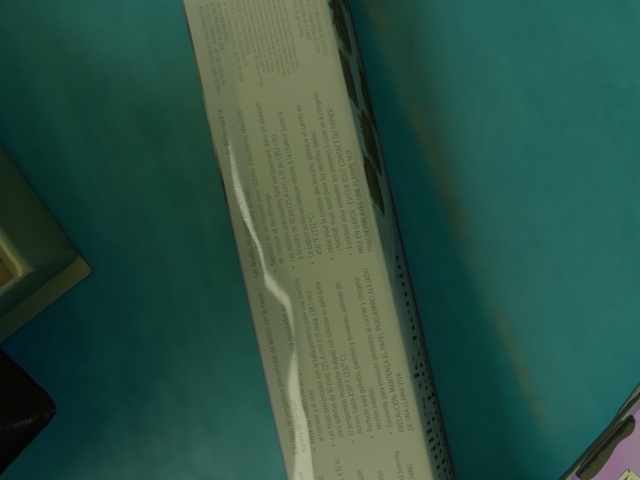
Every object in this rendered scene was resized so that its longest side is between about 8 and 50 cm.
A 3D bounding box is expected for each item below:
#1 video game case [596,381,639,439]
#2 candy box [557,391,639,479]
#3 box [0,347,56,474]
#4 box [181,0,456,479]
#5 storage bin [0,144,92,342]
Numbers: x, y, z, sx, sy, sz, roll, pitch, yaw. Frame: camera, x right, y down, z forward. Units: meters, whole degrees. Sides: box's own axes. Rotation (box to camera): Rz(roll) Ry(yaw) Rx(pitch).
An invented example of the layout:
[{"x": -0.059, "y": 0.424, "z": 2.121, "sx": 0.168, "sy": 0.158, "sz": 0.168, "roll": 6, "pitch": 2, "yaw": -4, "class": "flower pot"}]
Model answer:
[{"x": 0.213, "y": 0.231, "z": 0.841, "sx": 0.329, "sy": 0.036, "sz": 0.300, "roll": 38, "pitch": 97, "yaw": 8, "class": "video game case"}, {"x": 0.198, "y": 0.105, "z": 0.789, "sx": 0.165, "sy": 0.070, "sz": 0.196, "roll": 43, "pitch": 98, "yaw": 8, "class": "candy box"}, {"x": -0.232, "y": 0.072, "z": 0.709, "sx": 0.168, "sy": 0.203, "sz": 0.167, "roll": 43, "pitch": 98, "yaw": 7, "class": "box"}, {"x": 0.000, "y": 0.000, "z": 0.861, "sx": 0.067, "sy": 0.063, "sz": 0.324, "roll": -14, "pitch": 88, "yaw": 11, "class": "box"}, {"x": -0.285, "y": -0.017, "z": 0.882, "sx": 0.260, "sy": 0.123, "sz": 0.262, "roll": -37, "pitch": 85, "yaw": 8, "class": "storage bin"}]
